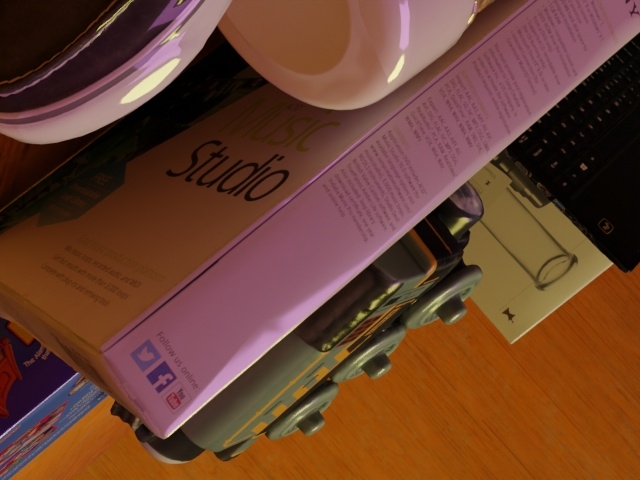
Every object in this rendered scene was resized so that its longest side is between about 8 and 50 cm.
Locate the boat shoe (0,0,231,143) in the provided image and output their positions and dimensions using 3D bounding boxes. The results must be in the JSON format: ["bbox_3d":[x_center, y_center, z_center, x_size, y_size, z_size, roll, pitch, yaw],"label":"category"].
[{"bbox_3d":[-0.041,-0.123,0.393,0.228,0.080,0.076,-40,159,12],"label":"boat shoe"}]

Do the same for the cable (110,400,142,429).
[{"bbox_3d":[-0.063,0.040,0.813,0.287,0.072,0.139,-62,-178,29],"label":"cable"}]

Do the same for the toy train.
[{"bbox_3d":[-0.017,0.062,1.023,0.334,0.142,0.190,-42,164,30],"label":"toy train"}]

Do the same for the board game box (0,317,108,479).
[{"bbox_3d":[-0.158,0.051,0.984,0.347,0.078,0.233,-40,175,-19],"label":"board game box"}]

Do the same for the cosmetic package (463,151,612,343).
[{"bbox_3d":[0.213,-0.127,1.134,0.377,0.284,0.097,-46,174,37],"label":"cosmetic package"}]

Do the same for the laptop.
[{"bbox_3d":[0.210,-0.156,0.901,0.234,0.264,0.136,-38,171,-39],"label":"laptop"}]

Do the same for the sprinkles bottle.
[{"bbox_3d":[0.101,-0.194,0.574,0.355,0.121,0.121,-39,175,-30],"label":"sprinkles bottle"}]

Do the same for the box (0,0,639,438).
[{"bbox_3d":[-0.017,-0.054,0.654,0.322,0.058,0.232,-39,-153,-19],"label":"box"}]
